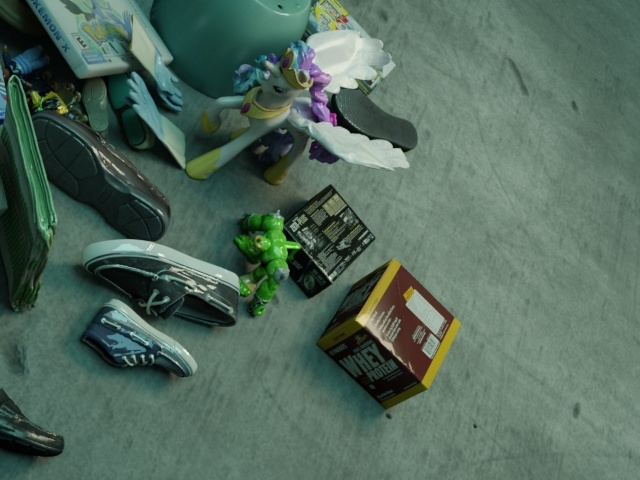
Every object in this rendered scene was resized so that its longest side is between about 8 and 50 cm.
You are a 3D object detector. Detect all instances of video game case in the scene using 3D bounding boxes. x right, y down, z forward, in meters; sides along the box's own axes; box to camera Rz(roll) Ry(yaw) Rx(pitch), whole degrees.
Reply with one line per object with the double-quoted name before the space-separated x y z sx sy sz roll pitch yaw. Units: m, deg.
"video game case" -0.428 -0.437 1.924 0.300 0.036 0.329 56 22 0

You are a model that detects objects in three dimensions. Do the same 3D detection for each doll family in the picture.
"doll family" -0.491 -0.254 1.838 0.193 0.076 0.111 48 50 1

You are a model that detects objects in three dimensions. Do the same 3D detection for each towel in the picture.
"towel" -0.452 -0.054 1.574 0.038 0.325 0.248 -10 70 -25

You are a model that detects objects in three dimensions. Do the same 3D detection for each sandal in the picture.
"sandal" 0.113 -0.254 2.342 0.254 0.054 0.097 25 59 -38

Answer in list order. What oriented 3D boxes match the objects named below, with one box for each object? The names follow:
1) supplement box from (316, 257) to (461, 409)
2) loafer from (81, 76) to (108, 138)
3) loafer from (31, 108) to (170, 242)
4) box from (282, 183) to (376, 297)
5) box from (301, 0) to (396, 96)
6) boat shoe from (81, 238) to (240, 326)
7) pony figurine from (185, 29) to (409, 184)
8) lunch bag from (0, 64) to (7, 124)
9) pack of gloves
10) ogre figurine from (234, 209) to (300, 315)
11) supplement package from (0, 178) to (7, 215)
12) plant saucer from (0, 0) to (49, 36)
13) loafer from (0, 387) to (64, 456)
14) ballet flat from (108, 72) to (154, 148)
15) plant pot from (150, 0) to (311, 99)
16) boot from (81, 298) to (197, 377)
"supplement box" 0.134 0.180 2.039 0.194 0.129 0.191 44 46 -9
"loafer" -0.408 -0.241 1.923 0.045 0.039 0.125 -9 62 -7
"loafer" -0.383 -0.119 1.837 0.302 0.109 0.095 43 27 -19
"box" 0.000 0.000 2.073 0.147 0.077 0.180 50 45 -4
"box" 0.050 -0.437 2.394 0.233 0.044 0.159 47 45 -7
"boat shoe" -0.267 0.083 1.799 0.301 0.108 0.102 21 52 -37
"pony figurine" -0.039 -0.234 1.978 0.351 0.363 0.303 2 63 -38
"lunch bag" -0.658 -0.270 1.634 0.293 0.138 0.221 -7 81 -43
"pack of gloves" -0.315 -0.267 1.946 0.232 0.046 0.195 57 23 -58
"ogre figurine" -0.103 0.025 1.948 0.097 0.118 0.197 29 49 -22
"supplement package" -0.640 -0.078 1.536 0.293 0.177 0.175 -6 69 -40
"plant saucer" -0.543 -0.494 1.877 0.278 0.041 0.278 49 25 -34
"loafer" -0.474 0.254 1.544 0.223 0.076 0.078 27 59 -20
"ballet flat" -0.352 -0.243 1.964 0.052 0.057 0.168 12 58 -66
"plant pot" -0.156 -0.463 2.111 0.293 0.235 0.293 20 53 -29
"boot" -0.299 0.185 1.741 0.190 0.069 0.086 37 54 -5
